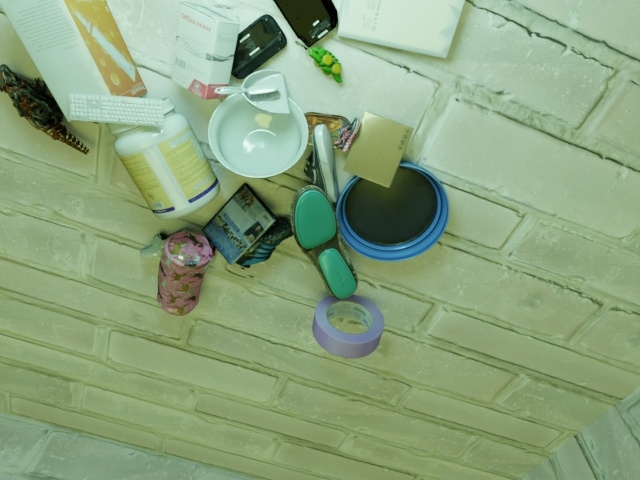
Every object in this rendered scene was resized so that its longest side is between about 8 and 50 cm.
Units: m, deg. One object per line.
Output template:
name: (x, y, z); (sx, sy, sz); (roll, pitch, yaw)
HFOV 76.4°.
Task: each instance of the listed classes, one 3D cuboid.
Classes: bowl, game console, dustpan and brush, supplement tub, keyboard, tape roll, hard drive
bowl: (-0.189, -0.312, 1.275); (0.299, 0.134, 0.297); (1, 78, -4)
bowl: (0.251, -0.102, 1.442); (0.392, 0.077, 0.390); (2, 122, 3)
game console: (-0.142, -0.615, 1.167); (0.362, 0.043, 0.213); (-29, 116, 19)
dustpan and brush: (-0.201, -0.438, 1.201); (0.212, 0.060, 0.147); (-9, 79, -7)
supplement tub: (-0.496, -0.259, 1.302); (0.241, 0.241, 0.331); (-14, 120, 13)
keyboard: (-0.561, -0.360, 1.120); (0.257, 0.014, 0.072); (4, 110, -2)
tape roll: (0.108, 0.332, 1.610); (0.275, 0.274, 0.090); (10, 123, -2)
hard drive: (0.224, -0.646, 1.120); (0.320, 0.040, 0.210); (11, 123, -2)

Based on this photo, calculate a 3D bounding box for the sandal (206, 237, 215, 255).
sandal: (-0.426, 0.024, 1.583); (0.040, 0.067, 0.179); (8, 121, -14)

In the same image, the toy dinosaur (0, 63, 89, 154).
toy dinosaur: (-0.878, -0.426, 1.310); (0.219, 0.164, 0.322); (-23, 137, 34)

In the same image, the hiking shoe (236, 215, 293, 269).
hiking shoe: (-0.212, 0.008, 1.546); (0.304, 0.113, 0.132); (-23, 139, 19)

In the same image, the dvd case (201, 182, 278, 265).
dvd case: (-0.296, -0.058, 1.472); (0.253, 0.022, 0.180); (-44, 80, 16)

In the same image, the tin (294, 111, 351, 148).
tin: (0.012, -0.358, 1.323); (0.190, 0.040, 0.106); (8, 119, -1)

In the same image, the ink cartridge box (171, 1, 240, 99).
ink cartridge box: (-0.334, -0.539, 1.165); (0.159, 0.092, 0.217); (34, 126, 21)

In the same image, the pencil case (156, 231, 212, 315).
pencil case: (-0.531, 0.137, 1.567); (0.167, 0.160, 0.386); (50, 137, 18)

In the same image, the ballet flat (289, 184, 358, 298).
ballet flat: (0.000, 0.000, 1.465); (0.164, 0.182, 0.482); (-26, 120, -4)

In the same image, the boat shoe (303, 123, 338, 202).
boat shoe: (-0.007, -0.244, 1.337); (0.102, 0.108, 0.301); (2, 143, 12)

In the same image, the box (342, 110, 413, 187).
box: (0.182, -0.290, 1.299); (0.165, 0.021, 0.201); (22, 101, 7)

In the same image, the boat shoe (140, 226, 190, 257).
boat shoe: (-0.604, 0.002, 1.580); (0.228, 0.079, 0.081); (-17, 113, 7)

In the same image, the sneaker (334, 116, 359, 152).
sneaker: (0.081, -0.339, 1.287); (0.057, 0.047, 0.119); (28, 119, -1)

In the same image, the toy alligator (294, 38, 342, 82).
toy alligator: (0.007, -0.537, 1.185); (0.190, 0.056, 0.051); (31, 84, -36)

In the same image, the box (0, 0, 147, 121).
box: (-0.680, -0.547, 1.148); (0.169, 0.214, 0.344); (-11, 122, 10)
